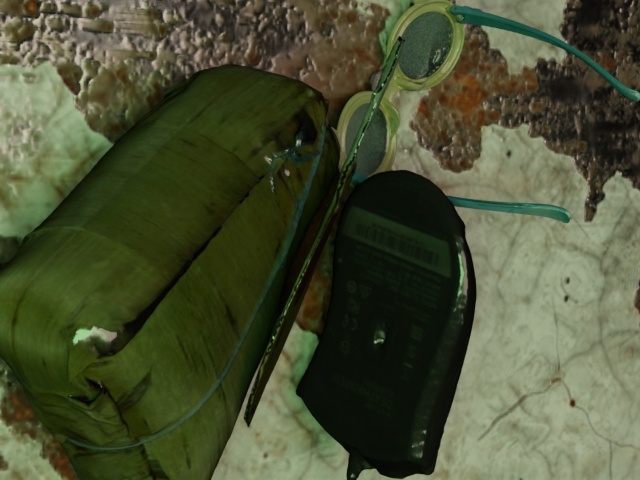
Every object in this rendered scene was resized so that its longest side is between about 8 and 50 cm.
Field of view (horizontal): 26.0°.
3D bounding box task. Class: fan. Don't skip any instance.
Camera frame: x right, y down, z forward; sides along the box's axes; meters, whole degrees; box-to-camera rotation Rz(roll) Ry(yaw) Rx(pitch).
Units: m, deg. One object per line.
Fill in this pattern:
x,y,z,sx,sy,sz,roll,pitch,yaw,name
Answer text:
-0.001,0.000,1.053,0.011,0.229,0.335,23,109,1,fan

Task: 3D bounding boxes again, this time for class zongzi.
-0.087,0.074,1.076,0.323,0.160,0.360,-48,141,-32,zongzi

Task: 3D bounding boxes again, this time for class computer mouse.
0.068,0.075,1.131,0.088,0.147,0.264,3,109,-48,computer mouse

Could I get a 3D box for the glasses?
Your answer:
0.138,-0.093,1.157,0.190,0.220,0.088,-59,158,-14,glasses
